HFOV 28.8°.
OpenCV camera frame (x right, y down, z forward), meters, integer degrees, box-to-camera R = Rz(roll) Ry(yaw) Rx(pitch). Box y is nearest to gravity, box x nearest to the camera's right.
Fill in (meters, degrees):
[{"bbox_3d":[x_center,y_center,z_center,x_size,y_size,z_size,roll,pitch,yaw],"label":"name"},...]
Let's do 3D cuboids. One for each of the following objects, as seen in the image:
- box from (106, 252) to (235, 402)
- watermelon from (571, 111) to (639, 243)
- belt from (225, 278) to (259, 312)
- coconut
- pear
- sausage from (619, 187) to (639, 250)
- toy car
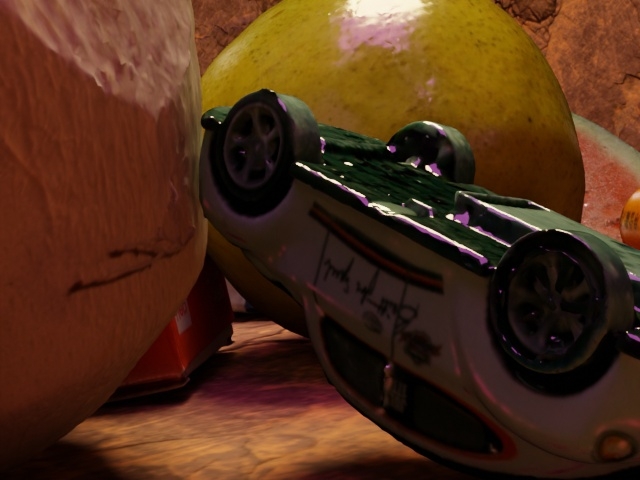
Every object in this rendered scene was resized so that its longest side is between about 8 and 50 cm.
[{"bbox_3d":[-0.142,0.050,0.858,0.133,0.099,0.182,-11,6,6],"label":"box"},{"bbox_3d":[0.246,-0.042,1.157,0.136,0.207,0.202,-32,10,26],"label":"watermelon"},{"bbox_3d":[0.000,0.000,1.153,0.347,0.117,0.212,-2,5,25],"label":"belt"},{"bbox_3d":[-0.233,-0.074,0.606,0.346,0.360,0.346,-3,27,1],"label":"coconut"},{"bbox_3d":[0.041,-0.056,0.875,0.294,0.294,0.294,-6,5,1],"label":"pear"},{"bbox_3d":[0.308,-0.005,0.963,0.093,0.093,0.312,-7,5,-7],"label":"sausage"},{"bbox_3d":[0.060,0.024,0.549,0.136,0.125,0.306,4,17,-46],"label":"toy car"}]
